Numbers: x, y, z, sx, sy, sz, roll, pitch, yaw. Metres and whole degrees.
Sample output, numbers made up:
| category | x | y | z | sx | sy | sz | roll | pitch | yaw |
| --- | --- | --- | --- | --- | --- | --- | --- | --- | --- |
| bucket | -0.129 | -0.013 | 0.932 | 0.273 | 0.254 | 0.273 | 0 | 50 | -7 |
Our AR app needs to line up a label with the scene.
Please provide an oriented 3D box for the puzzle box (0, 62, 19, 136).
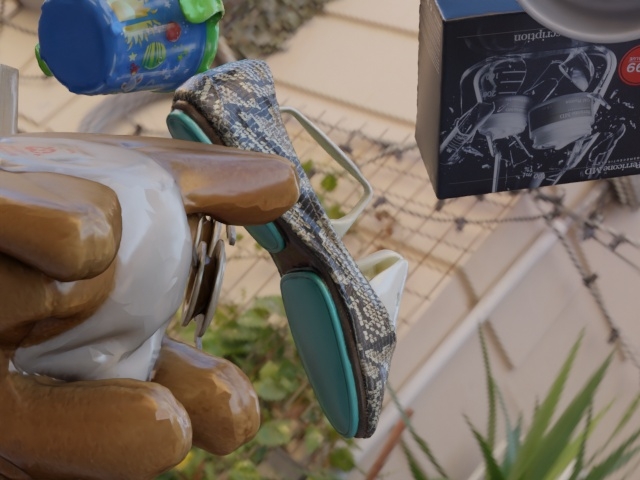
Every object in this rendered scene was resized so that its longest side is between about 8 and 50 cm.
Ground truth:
| category | x | y | z | sx | sy | sz | roll | pitch | yaw |
| --- | --- | --- | --- | --- | --- | --- | --- | --- | --- |
| puzzle box | -0.679 | -0.140 | 1.714 | 0.409 | 0.272 | 0.052 | 0 | -4 | 21 |

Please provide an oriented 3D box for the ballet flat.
| category | x | y | z | sx | sy | sz | roll | pitch | yaw |
| --- | --- | --- | --- | --- | --- | --- | --- | --- | --- |
| ballet flat | 0.000 | 0.000 | 1.251 | 0.482 | 0.182 | 0.164 | 62 | -22 | -10 |

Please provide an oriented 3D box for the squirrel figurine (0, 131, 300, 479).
| category | x | y | z | sx | sy | sz | roll | pitch | yaw |
| --- | --- | --- | --- | --- | --- | --- | --- | --- | --- |
| squirrel figurine | -0.241 | 0.110 | 0.764 | 0.397 | 0.281 | 0.370 | 11 | -75 | 15 |

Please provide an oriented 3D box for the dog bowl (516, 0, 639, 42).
| category | x | y | z | sx | sy | sz | roll | pitch | yaw |
| --- | --- | --- | --- | --- | --- | --- | --- | --- | --- |
| dog bowl | 0.348 | -0.377 | 1.245 | 0.265 | 0.104 | 0.264 | 11 | -57 | 18 |

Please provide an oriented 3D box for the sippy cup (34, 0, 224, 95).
| category | x | y | z | sx | sy | sz | roll | pitch | yaw |
| --- | --- | --- | --- | --- | --- | --- | --- | --- | --- |
| sippy cup | -0.317 | -0.331 | 1.656 | 0.240 | 0.224 | 0.305 | 43 | -56 | 10 |

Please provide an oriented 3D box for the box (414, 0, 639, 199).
| category | x | y | z | sx | sy | sz | roll | pitch | yaw |
| --- | --- | --- | --- | --- | --- | --- | --- | --- | --- |
| box | 0.324 | -0.250 | 1.548 | 0.179 | 0.343 | 0.312 | -102 | -174 | -48 |

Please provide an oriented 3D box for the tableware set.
| category | x | y | z | sx | sy | sz | roll | pitch | yaw |
| --- | --- | --- | --- | --- | --- | --- | --- | --- | --- |
| tableware set | -0.114 | 0.019 | 0.943 | 0.039 | 0.128 | 0.194 | 14 | 16 | -11 |
